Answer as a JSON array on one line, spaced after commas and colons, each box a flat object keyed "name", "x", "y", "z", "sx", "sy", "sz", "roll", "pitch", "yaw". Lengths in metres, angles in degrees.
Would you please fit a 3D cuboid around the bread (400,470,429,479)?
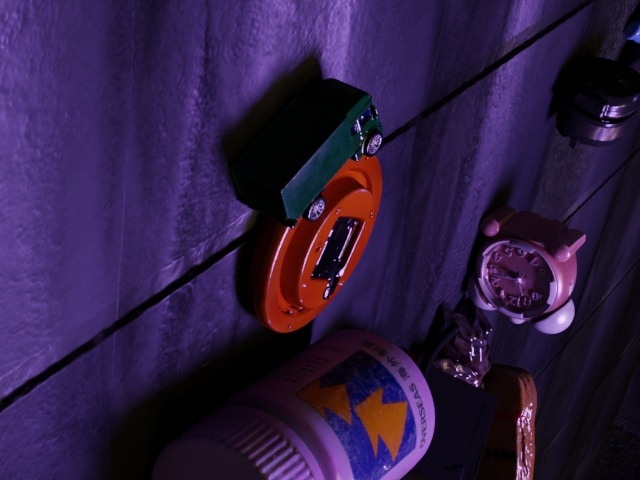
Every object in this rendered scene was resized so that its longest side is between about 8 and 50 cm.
[{"name": "bread", "x": 0.115, "y": 0.520, "z": 1.807, "sx": 0.155, "sy": 0.187, "sz": 0.338, "roll": 28, "pitch": 91, "yaw": -38}]

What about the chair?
[{"name": "chair", "x": 0.139, "y": 0.231, "z": 1.472, "sx": 0.154, "sy": 0.141, "sz": 0.260, "roll": -69, "pitch": -173, "yaw": -31}]

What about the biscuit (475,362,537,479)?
[{"name": "biscuit", "x": 0.241, "y": 0.325, "z": 1.882, "sx": 0.052, "sy": 0.262, "sz": 0.277, "roll": 1, "pitch": 95, "yaw": -31}]

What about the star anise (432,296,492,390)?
[{"name": "star anise", "x": 0.198, "y": 0.211, "z": 1.751, "sx": 0.236, "sy": 0.109, "sz": 0.223, "roll": -13, "pitch": 131, "yaw": -63}]

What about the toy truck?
[{"name": "toy truck", "x": -0.008, "y": -0.080, "z": 1.052, "sx": 0.147, "sy": 0.065, "sz": 0.079, "roll": -49, "pitch": 150, "yaw": -25}]

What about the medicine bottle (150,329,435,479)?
[{"name": "medicine bottle", "x": -0.021, "y": 0.219, "z": 1.209, "sx": 0.290, "sy": 0.178, "sz": 0.178, "roll": -27, "pitch": 139, "yaw": -54}]

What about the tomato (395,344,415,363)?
[{"name": "tomato", "x": 0.042, "y": 0.197, "z": 1.417, "sx": 0.174, "sy": 0.082, "sz": 0.166, "roll": -64, "pitch": -176, "yaw": -2}]

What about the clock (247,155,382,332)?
[{"name": "clock", "x": 0.000, "y": 0.000, "z": 1.175, "sx": 0.205, "sy": 0.051, "sz": 0.205, "roll": -46, "pitch": 151, "yaw": -35}]

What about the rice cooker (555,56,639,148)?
[{"name": "rice cooker", "x": 0.412, "y": -0.204, "z": 1.723, "sx": 0.165, "sy": 0.112, "sz": 0.106, "roll": -41, "pitch": 155, "yaw": -39}]

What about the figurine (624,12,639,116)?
[{"name": "figurine", "x": 0.561, "y": -0.290, "z": 1.929, "sx": 0.180, "sy": 0.154, "sz": 0.262, "roll": -52, "pitch": 139, "yaw": -1}]

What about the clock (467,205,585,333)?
[{"name": "clock", "x": 0.301, "y": 0.045, "z": 1.710, "sx": 0.093, "sy": 0.166, "sz": 0.162, "roll": -32, "pitch": 135, "yaw": -51}]
